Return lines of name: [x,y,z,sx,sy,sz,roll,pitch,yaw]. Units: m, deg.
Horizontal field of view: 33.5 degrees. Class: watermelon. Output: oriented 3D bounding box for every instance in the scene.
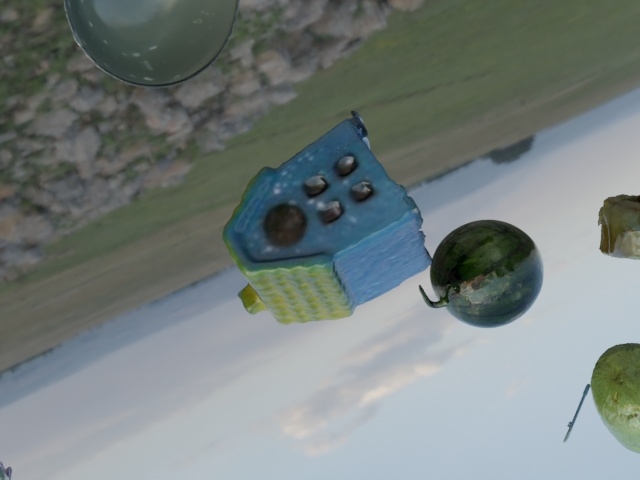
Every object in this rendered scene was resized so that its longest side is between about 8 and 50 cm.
watermelon: [0.275,0.065,1.815,0.215,0.188,0.188,-38,-178,-12]

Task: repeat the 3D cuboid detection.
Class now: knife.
knife: [0.382,0.258,1.588,0.096,0.010,0.027,-67,162,1]

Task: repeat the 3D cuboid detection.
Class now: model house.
model house: [0.000,0.000,1.588,0.303,0.215,0.237,-34,155,-4]

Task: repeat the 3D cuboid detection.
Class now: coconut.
coconut: [0.252,0.121,0.816,0.088,0.087,0.096,-25,145,22]

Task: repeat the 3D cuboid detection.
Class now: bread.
bread: [0.453,-0.014,1.512,0.156,0.103,0.110,-5,-174,36]

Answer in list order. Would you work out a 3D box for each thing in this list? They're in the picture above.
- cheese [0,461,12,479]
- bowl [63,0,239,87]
cheese: [-0.271,0.216,0.794,0.038,0.095,0.145,14,-159,12]
bowl: [-0.331,-0.453,1.955,0.337,0.337,0.157,-25,-158,-23]
